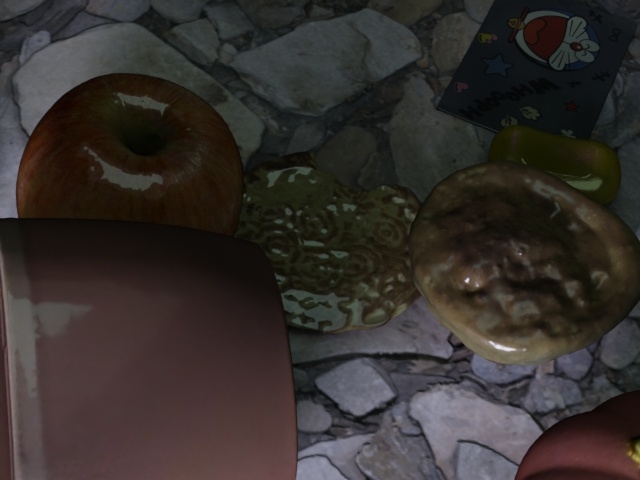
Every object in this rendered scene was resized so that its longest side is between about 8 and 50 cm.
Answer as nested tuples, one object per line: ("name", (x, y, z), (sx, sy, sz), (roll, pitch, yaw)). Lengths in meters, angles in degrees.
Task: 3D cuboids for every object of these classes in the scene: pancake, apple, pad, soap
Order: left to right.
("apple", (-0.175, -0.045, 1.224), (0.211, 0.188, 0.211), (5, 55, -7))
("pancake", (0.000, 0.000, 1.309), (0.235, 0.029, 0.212), (28, 56, 14))
("pancake", (0.200, 0.011, 1.270), (0.242, 0.050, 0.241), (1, 53, -1))
("pad", (0.252, -0.199, 1.506), (0.170, 0.006, 0.245), (23, 53, 9))
("soap", (0.245, -0.077, 1.387), (0.140, 0.045, 0.089), (12, 50, 3))

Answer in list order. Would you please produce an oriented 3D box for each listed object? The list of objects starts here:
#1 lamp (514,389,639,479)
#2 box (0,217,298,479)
("lamp", (0.287, 0.248, 1.028), (0.306, 0.239, 0.305), (4, 52, -5))
("box", (-0.151, 0.120, 1.046), (0.216, 0.301, 0.301), (-5, 54, -19))
